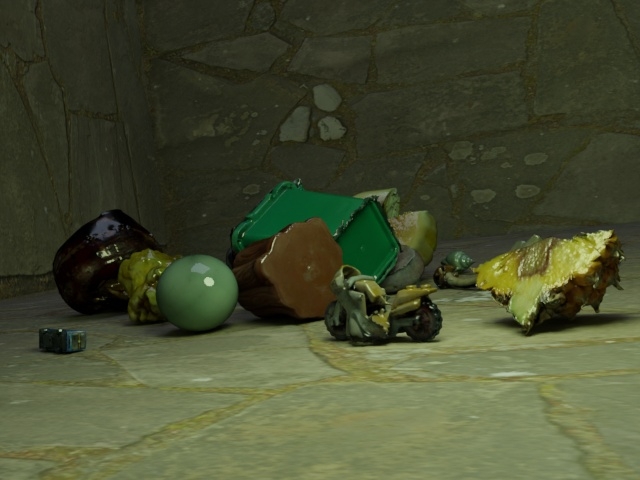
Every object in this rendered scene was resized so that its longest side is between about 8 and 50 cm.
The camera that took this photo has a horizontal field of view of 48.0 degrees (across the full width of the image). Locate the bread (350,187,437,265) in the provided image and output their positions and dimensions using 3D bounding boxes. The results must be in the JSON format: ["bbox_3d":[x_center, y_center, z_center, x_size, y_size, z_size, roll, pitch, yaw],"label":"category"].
[{"bbox_3d":[0.167,0.005,2.058,0.332,0.333,0.160,-6,-37,18],"label":"bread"}]

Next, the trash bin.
[{"bbox_3d":[0.000,0.000,1.834,0.381,0.259,0.295,5,45,46],"label":"trash bin"}]

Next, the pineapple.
[{"bbox_3d":[0.375,0.098,1.146,0.249,0.140,0.164,-23,35,32],"label":"pineapple"}]

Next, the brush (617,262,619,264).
[{"bbox_3d":[0.646,0.053,1.901,0.054,0.048,0.282,-5,-1,-42],"label":"brush"}]

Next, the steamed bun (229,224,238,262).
[{"bbox_3d":[-0.086,0.033,2.207,0.248,0.235,0.379,-9,-2,41],"label":"steamed bun"}]

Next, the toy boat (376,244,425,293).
[{"bbox_3d":[0.168,0.088,1.849,0.227,0.085,0.155,-12,29,36],"label":"toy boat"}]

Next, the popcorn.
[{"bbox_3d":[-0.415,0.126,1.842,0.226,0.203,0.200,33,-25,-23],"label":"popcorn"}]

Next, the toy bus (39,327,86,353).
[{"bbox_3d":[-0.553,0.211,1.533,0.061,0.051,0.153,-1,-3,-45],"label":"toy bus"}]

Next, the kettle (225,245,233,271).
[{"bbox_3d":[-0.236,0.087,2.631,0.221,0.161,0.236,24,-2,-9],"label":"kettle"}]

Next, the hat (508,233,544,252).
[{"bbox_3d":[0.516,0.071,1.622,0.244,0.149,0.214,30,-1,8],"label":"hat"}]

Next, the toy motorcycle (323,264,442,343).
[{"bbox_3d":[0.093,0.103,1.193,0.229,0.130,0.094,-5,0,39],"label":"toy motorcycle"}]

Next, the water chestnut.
[{"bbox_3d":[-0.630,0.098,2.195,0.335,0.347,0.335,-32,-21,-14],"label":"water chestnut"}]

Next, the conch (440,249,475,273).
[{"bbox_3d":[0.392,0.074,2.085,0.065,0.088,0.180,37,-20,-15],"label":"conch"}]

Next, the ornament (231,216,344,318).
[{"bbox_3d":[-0.081,0.069,1.590,0.235,0.221,0.217,13,-15,-31],"label":"ornament"}]

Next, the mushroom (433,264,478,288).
[{"bbox_3d":[0.342,0.090,1.729,0.061,0.060,0.187,-9,6,-29],"label":"mushroom"}]

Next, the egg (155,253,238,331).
[{"bbox_3d":[-0.271,0.114,1.569,0.167,0.168,0.230,-8,1,-32],"label":"egg"}]
